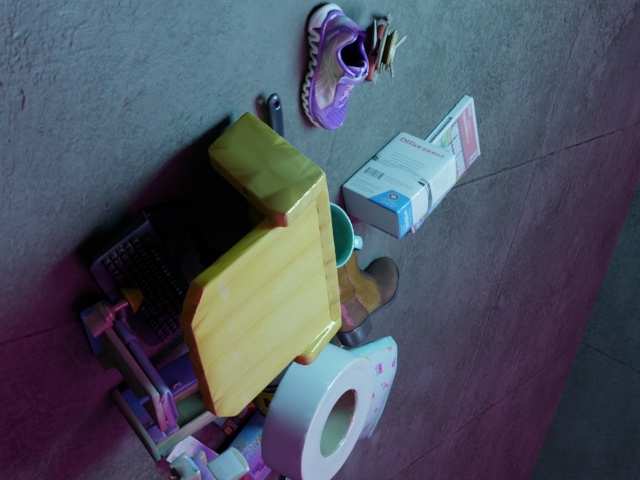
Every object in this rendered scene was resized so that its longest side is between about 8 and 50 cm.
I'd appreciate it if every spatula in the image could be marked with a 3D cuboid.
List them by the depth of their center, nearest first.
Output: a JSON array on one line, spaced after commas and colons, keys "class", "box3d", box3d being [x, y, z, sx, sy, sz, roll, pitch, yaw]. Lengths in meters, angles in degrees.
[{"class": "spatula", "box3d": [-0.066, -0.151, 1.654, 0.084, 0.030, 0.296, -42, 144, -24]}]

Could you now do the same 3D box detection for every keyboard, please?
[{"class": "keyboard", "box3d": [-0.249, 0.053, 1.499, 0.201, 0.033, 0.317, -45, 154, -15]}]

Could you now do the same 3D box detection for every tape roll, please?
[{"class": "tape roll", "box3d": [-0.001, 0.351, 1.845, 0.286, 0.100, 0.286, -42, 142, -44]}]

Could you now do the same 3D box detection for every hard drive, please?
[{"class": "hard drive", "box3d": [-0.261, 0.002, 1.500, 0.094, 0.022, 0.135, -20, 131, -47]}]

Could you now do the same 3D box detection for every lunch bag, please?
[{"class": "lunch bag", "box3d": [0.060, 0.342, 2.100, 0.223, 0.160, 0.262, -8, 128, -54]}]

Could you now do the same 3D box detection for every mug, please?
[{"class": "mug", "box3d": [-0.006, 0.004, 1.763, 0.158, 0.097, 0.129, 47, 56, -27]}]

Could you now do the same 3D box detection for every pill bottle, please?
[{"class": "pill bottle", "box3d": [-0.092, 0.272, 1.866, 0.119, 0.119, 0.208, -43, 144, -27]}]

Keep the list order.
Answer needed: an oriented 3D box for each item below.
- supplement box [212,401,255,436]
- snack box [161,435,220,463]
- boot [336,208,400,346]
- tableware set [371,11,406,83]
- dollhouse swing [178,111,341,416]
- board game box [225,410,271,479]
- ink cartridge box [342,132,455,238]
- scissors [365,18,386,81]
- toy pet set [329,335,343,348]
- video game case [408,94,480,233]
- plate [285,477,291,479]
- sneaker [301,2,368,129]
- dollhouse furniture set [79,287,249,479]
[{"class": "supplement box", "box3d": [-0.182, 0.351, 1.869, 0.083, 0.043, 0.055, -52, 148, -14]}, {"class": "snack box", "box3d": [-0.258, 0.439, 1.850, 0.064, 0.022, 0.178, -55, 148, -13]}, {"class": "boot", "box3d": [0.067, 0.046, 1.972, 0.264, 0.096, 0.280, -49, 133, -34]}, {"class": "tableware set", "box3d": [0.130, -0.347, 1.672, 0.194, 0.039, 0.128, -60, 164, -78]}, {"class": "dollhouse swing", "box3d": [-0.144, 0.049, 1.484, 0.305, 0.315, 0.347, -30, 138, -22]}, {"class": "board game box", "box3d": [-0.149, 0.475, 1.999, 0.160, 0.039, 0.211, -51, 155, -16]}, {"class": "ink cartridge box", "box3d": [0.167, -0.118, 1.901, 0.203, 0.148, 0.086, -43, 143, -27]}, {"class": "scissors", "box3d": [0.095, -0.335, 1.619, 0.297, 0.021, 0.109, -65, 171, -78]}, {"class": "toy pet set", "box3d": [0.004, 0.223, 2.045, 0.122, 0.065, 0.114, -15, 161, -46]}, {"class": "video game case", "box3d": [0.278, -0.177, 2.134, 0.285, 0.025, 0.204, -48, 146, -20]}, {"class": "plate", "box3d": [-0.033, 0.558, 2.265, 0.188, 0.024, 0.188, -34, 139, -36]}, {"class": "sneaker", "box3d": [0.034, -0.294, 1.616, 0.095, 0.104, 0.236, -34, 141, -39]}, {"class": "dollhouse furniture set", "box3d": [-0.212, 0.228, 1.467, 0.198, 0.286, 0.303, -32, 150, -21]}]
